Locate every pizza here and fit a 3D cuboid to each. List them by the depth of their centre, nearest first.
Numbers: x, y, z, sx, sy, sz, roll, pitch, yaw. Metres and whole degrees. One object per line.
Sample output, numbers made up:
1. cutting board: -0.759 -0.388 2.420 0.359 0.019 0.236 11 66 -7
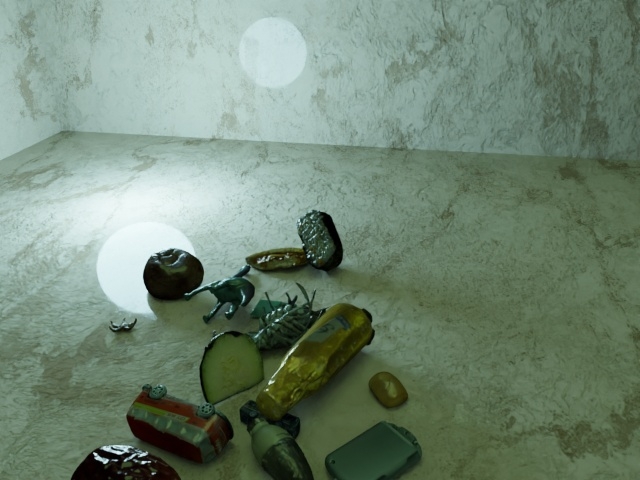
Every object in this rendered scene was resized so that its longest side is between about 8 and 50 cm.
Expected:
1. pizza: -0.148 0.068 2.312 0.271 0.056 0.134 -1 19 5

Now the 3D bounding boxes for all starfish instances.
1. starfish: -0.642 0.274 1.981 0.091 0.028 0.078 5 22 19

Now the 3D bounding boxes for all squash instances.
1. squash: -0.264 0.333 1.694 0.192 0.184 0.085 -19 16 -32

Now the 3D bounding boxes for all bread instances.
1. bread: 0.183 0.395 1.650 0.082 0.056 0.115 -13 29 -19

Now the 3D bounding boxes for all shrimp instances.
1. shrimp: -0.138 0.260 1.847 0.410 0.166 0.221 -28 37 -20

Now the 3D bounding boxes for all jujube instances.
1. jujube: -0.406 0.534 1.294 0.243 0.183 0.183 22 34 19

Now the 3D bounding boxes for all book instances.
1. book: -0.154 0.232 2.035 0.135 0.017 0.103 6 29 15

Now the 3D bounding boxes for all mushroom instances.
1. mushroom: -0.530 0.110 2.168 0.231 0.138 0.194 8 29 19

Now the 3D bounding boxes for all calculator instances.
1. calculator: 0.123 0.511 1.441 0.246 0.045 0.141 -21 33 -32

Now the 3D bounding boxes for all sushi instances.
1. sushi: 0.000 0.000 2.260 0.136 0.225 0.126 -28 -14 25

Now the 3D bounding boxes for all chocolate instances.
1. chocolate: -0.008 0.330 1.667 0.162 0.162 0.445 13 29 27

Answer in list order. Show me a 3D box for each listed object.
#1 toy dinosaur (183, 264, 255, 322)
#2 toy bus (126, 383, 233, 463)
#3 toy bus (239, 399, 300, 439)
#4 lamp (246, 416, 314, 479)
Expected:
1. toy dinosaur: -0.253 0.143 2.054 0.383 0.129 0.331 -7 18 45
2. toy bus: -0.351 0.458 1.515 0.265 0.121 0.120 12 39 24
3. toy bus: -0.129 0.459 1.563 0.166 0.047 0.065 12 27 27
4. lamp: -0.092 0.502 1.421 0.101 0.101 0.250 -20 40 -30
